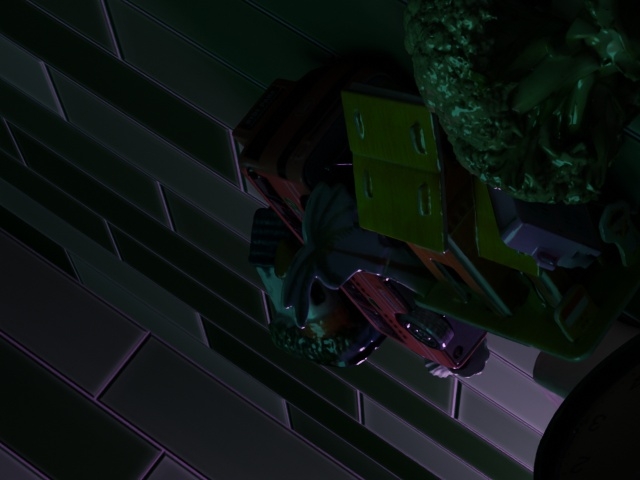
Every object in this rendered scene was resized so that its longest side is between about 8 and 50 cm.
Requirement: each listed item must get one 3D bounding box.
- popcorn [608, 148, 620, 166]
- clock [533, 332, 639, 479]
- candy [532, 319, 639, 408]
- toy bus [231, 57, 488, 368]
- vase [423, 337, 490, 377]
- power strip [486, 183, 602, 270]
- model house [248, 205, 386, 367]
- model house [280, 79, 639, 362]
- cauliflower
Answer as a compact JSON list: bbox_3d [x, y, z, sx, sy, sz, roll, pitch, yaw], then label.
[{"bbox_3d":[0.291,-0.107,1.773,0.083,0.068,0.059,-88,-18,-67],"label":"popcorn"},{"bbox_3d":[0.413,0.212,1.802,0.076,0.386,0.386,53,158,-21],"label":"clock"},{"bbox_3d":[0.472,0.234,2.117,0.359,0.145,0.208,21,156,45],"label":"candy"},{"bbox_3d":[0.081,-0.038,2.112,0.233,0.203,0.427,19,156,49],"label":"toy bus"},{"bbox_3d":[0.214,0.186,2.612,0.081,0.081,0.149,39,166,-3],"label":"vase"},{"bbox_3d":[0.216,-0.080,1.690,0.109,0.279,0.037,19,129,-26],"label":"power strip"},{"bbox_3d":[0.000,0.000,2.338,0.184,0.253,0.291,1,128,54],"label":"model house"},{"bbox_3d":[0.143,-0.011,1.823,0.300,0.340,0.323,19,156,51],"label":"model house"},{"bbox_3d":[0.223,-0.167,1.538,0.250,0.275,0.272,-26,100,34],"label":"cauliflower"}]
